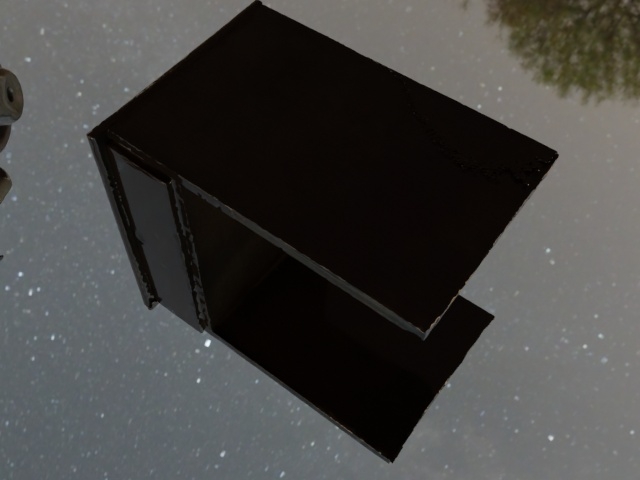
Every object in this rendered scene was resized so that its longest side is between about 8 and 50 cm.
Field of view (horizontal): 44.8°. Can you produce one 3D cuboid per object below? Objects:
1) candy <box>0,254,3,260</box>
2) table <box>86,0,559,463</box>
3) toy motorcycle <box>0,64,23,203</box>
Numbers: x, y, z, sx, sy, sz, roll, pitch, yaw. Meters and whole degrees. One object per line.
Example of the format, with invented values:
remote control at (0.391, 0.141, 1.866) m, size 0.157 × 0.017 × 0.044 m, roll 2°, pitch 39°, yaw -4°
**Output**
candy at (-0.286, 0.023, 0.558) m, size 0.094 × 0.226 × 0.051 m, roll -37°, pitch -100°, yaw -16°
table at (0.000, 0.000, 0.645) m, size 0.282 × 0.250 × 0.196 m, roll 32°, pitch -120°, yaw 19°
toy motorcycle at (-0.196, -0.036, 0.320) m, size 0.113 × 0.112 × 0.254 m, roll 17°, pitch -149°, yaw -11°
